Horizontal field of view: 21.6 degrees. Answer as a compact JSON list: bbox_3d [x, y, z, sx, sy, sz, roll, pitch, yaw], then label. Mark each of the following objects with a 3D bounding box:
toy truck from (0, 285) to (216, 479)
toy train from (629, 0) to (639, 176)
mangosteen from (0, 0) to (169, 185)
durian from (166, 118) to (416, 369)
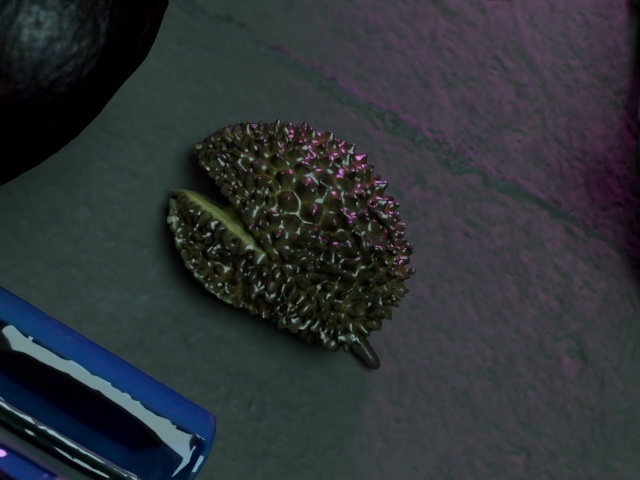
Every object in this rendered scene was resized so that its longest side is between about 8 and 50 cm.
[{"bbox_3d":[-0.166,0.197,0.598,0.146,0.175,0.367,33,65,-12],"label":"toy truck"},{"bbox_3d":[0.284,-0.040,0.883,0.266,0.145,0.202,20,66,-19],"label":"toy train"},{"bbox_3d":[-0.183,-0.152,0.655,0.287,0.233,0.288,4,76,-16],"label":"mangosteen"},{"bbox_3d":[-0.001,0.001,0.784,0.110,0.071,0.140,-40,100,-27],"label":"durian"}]
